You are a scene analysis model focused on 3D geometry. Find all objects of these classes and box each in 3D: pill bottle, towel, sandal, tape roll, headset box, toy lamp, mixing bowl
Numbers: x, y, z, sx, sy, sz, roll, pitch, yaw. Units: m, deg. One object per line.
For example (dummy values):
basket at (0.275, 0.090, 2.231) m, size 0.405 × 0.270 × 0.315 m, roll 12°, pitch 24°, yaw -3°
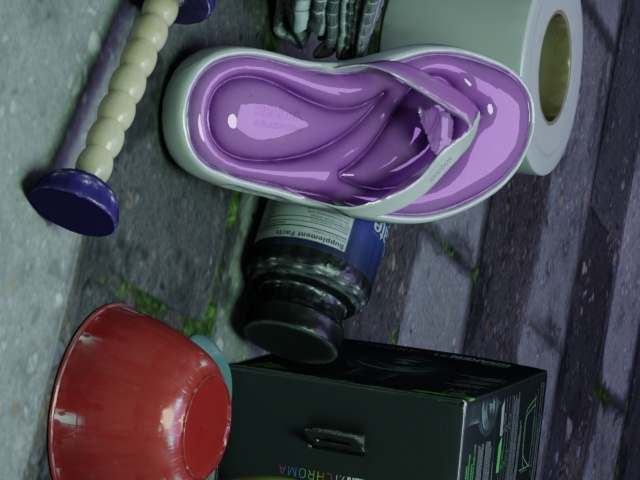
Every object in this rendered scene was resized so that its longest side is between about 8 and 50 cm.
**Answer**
pill bottle at (0.000, 0.000, 1.771) m, size 0.123 × 0.123 × 0.219 m, roll 57°, pitch 45°, yaw -57°
towel at (0.049, -0.320, 1.694) m, size 0.283 × 0.121 × 0.235 m, roll 101°, pitch 8°, yaw -60°
sandal at (0.051, -0.092, 1.669) m, size 0.416 × 0.102 × 0.169 m, roll -4°, pitch 98°, yaw -36°
tape roll at (0.186, -0.201, 2.101) m, size 0.246 × 0.169 × 0.246 m, roll 6°, pitch 90°, yaw -68°
headset box at (0.061, 0.186, 1.811) m, size 0.283 × 0.246 × 0.131 m, roll -7°, pitch 103°, yaw -66°
toy lamp at (-0.144, -0.135, 1.451) m, size 0.080 × 0.080 × 0.274 m, roll 62°, pitch 43°, yaw -54°
mixing bowl at (-0.135, 0.147, 1.521) m, size 0.181 × 0.098 × 0.181 m, roll 8°, pitch 90°, yaw -67°

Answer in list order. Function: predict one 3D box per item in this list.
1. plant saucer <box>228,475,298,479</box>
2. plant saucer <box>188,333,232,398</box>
plant saucer at (-0.102, 0.279, 1.578) m, size 0.241 × 0.037 × 0.241 m, roll -29°, pitch 147°, yaw -21°
plant saucer at (-0.108, 0.145, 1.684) m, size 0.119 × 0.021 × 0.119 m, roll 6°, pitch 90°, yaw -68°
